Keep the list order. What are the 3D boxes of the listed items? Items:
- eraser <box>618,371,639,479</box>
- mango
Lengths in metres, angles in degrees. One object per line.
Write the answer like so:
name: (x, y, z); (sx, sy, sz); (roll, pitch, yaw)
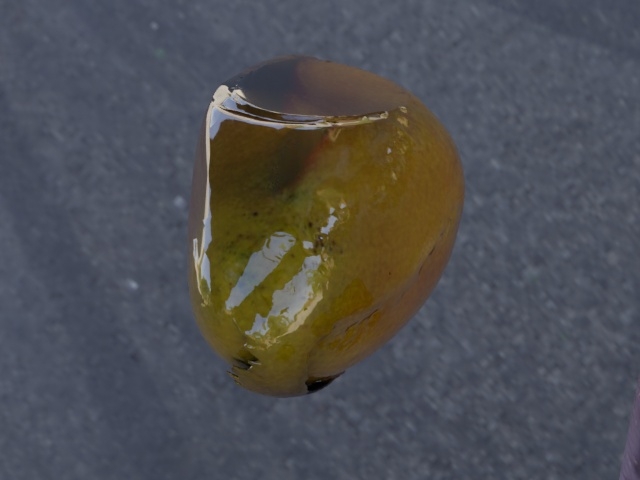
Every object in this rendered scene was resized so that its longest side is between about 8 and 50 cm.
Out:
eraser: (0.311, 0.167, 1.050); (0.272, 0.359, 0.122); (-10, 45, -10)
mango: (0.000, 0.000, 1.007); (0.136, 0.236, 0.166); (11, 110, 18)
